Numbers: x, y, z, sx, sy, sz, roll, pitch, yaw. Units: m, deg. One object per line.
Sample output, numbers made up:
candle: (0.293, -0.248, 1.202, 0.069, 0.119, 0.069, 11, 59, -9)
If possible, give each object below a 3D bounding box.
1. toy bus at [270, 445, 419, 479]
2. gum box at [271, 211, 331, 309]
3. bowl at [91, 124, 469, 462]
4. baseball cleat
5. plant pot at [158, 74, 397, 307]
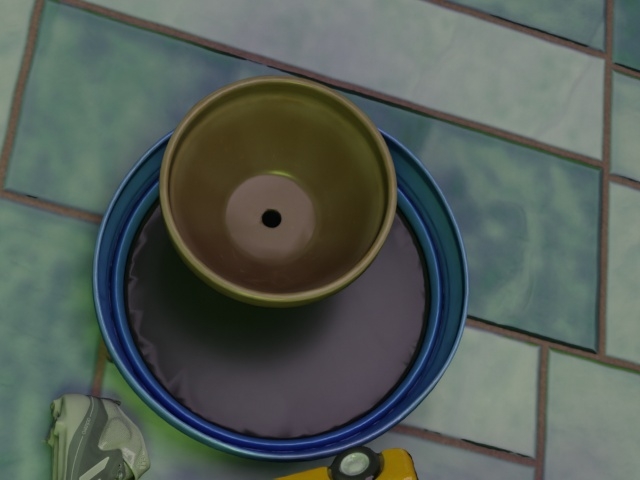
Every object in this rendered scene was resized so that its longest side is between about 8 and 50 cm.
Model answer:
toy bus: (-0.059, 0.303, 1.671, 0.332, 0.108, 0.130, -15, 39, 2)
gum box: (0.000, 0.000, 1.976, 0.107, 0.062, 0.188, -23, 75, -30)
bowl: (-0.042, 0.044, 1.869, 0.391, 0.077, 0.391, 2, 72, -6)
baseball cleat: (-0.219, 0.245, 1.747, 0.109, 0.072, 0.206, 8, 62, -19)
plant pot: (-0.047, -0.037, 1.797, 0.237, 0.110, 0.237, 2, 71, -7)
